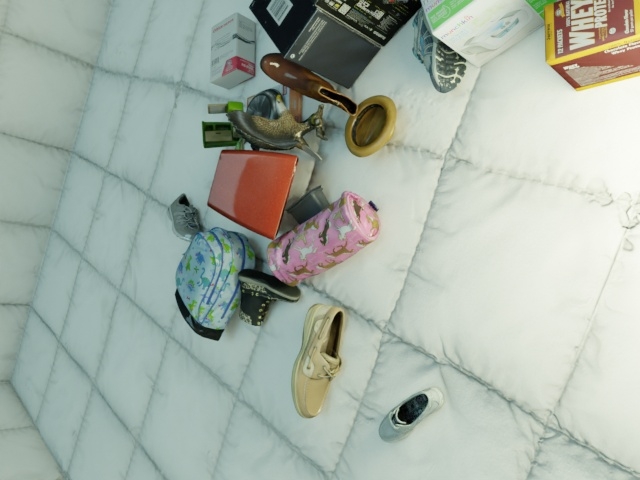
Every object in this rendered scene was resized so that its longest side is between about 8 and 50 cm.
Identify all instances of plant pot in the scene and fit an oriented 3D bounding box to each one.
[{"bbox_3d":[-0.219,-0.171,1.805,0.267,0.235,0.267,-110,36,-84],"label":"plant pot"}]

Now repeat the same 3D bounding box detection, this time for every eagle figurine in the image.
[{"bbox_3d":[-0.139,-0.363,1.814,0.298,0.226,0.225,-15,52,-5],"label":"eagle figurine"}]

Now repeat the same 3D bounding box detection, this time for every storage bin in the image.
[{"bbox_3d":[-0.028,-0.102,1.803,0.135,0.098,0.091,-35,88,34],"label":"storage bin"}]

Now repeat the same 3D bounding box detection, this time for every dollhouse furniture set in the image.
[{"bbox_3d":[-0.351,-0.328,2.046,0.197,0.151,0.302,123,142,-72],"label":"dollhouse furniture set"}]

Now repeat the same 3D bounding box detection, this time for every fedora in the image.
[{"bbox_3d":[0.161,-0.330,1.663,0.194,0.079,0.194,-14,67,37],"label":"fedora"}]

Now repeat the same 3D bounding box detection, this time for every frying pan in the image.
[{"bbox_3d":[-0.232,-0.387,1.987,0.197,0.053,0.326,47,114,37],"label":"frying pan"}]

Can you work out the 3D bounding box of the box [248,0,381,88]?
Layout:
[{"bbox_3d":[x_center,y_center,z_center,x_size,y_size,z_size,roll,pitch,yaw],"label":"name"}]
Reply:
[{"bbox_3d":[-0.018,-0.662,1.746,0.183,0.294,0.296,-49,53,28],"label":"box"}]

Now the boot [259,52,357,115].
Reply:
[{"bbox_3d":[-0.043,-0.472,1.711,0.096,0.264,0.280,-54,29,13],"label":"boot"}]

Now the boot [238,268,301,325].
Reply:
[{"bbox_3d":[-0.178,0.209,1.890,0.236,0.085,0.179,18,116,23],"label":"boot"}]

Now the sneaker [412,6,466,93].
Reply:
[{"bbox_3d":[0.318,-0.524,1.554,0.122,0.110,0.283,-30,59,56],"label":"sneaker"}]

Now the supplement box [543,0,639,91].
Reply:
[{"bbox_3d":[0.602,-0.428,1.180,0.191,0.194,0.129,-6,78,43],"label":"supplement box"}]

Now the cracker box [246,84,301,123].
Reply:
[{"bbox_3d":[-0.168,-0.459,2.010,0.232,0.067,0.156,-6,80,44],"label":"cracker box"}]

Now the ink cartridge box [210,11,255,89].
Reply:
[{"bbox_3d":[-0.346,-0.744,2.209,0.172,0.100,0.237,-9,77,42],"label":"ink cartridge box"}]

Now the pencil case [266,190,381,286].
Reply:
[{"bbox_3d":[0.000,0.000,1.703,0.386,0.160,0.167,-32,28,36],"label":"pencil case"}]

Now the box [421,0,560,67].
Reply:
[{"bbox_3d":[0.420,-0.580,1.358,0.262,0.231,0.127,-28,64,36],"label":"box"}]

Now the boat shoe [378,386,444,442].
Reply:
[{"bbox_3d":[0.219,0.454,1.459,0.227,0.081,0.079,-47,54,27],"label":"boat shoe"}]

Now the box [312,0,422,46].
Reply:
[{"bbox_3d":[0.158,-0.713,1.570,0.257,0.322,0.079,-43,57,30],"label":"box"}]

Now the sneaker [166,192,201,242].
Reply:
[{"bbox_3d":[-0.545,-0.091,2.274,0.281,0.105,0.115,48,115,38],"label":"sneaker"}]

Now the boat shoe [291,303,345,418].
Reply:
[{"bbox_3d":[0.000,0.360,1.659,0.110,0.121,0.341,1,82,45],"label":"boat shoe"}]

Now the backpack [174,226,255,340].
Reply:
[{"bbox_3d":[-0.378,0.125,2.002,0.355,0.273,0.290,-47,46,11],"label":"backpack"}]
